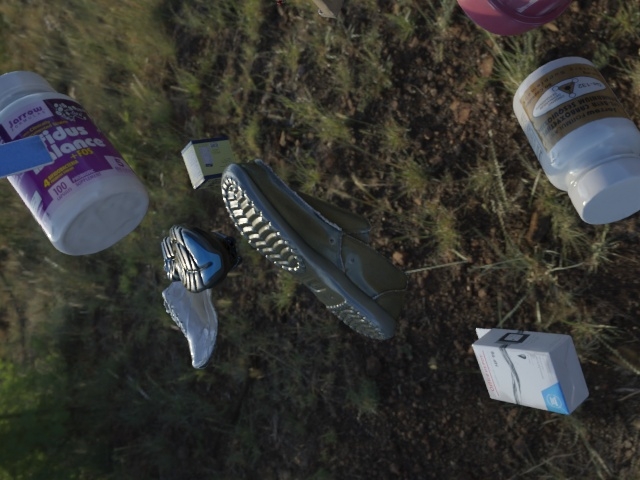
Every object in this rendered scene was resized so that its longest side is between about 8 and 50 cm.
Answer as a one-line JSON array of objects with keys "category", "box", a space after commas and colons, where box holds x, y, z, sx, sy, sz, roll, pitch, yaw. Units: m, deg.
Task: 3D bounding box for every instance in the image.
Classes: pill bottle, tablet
[{"category": "pill bottle", "box": [-0.434, -0.136, 0.921, 0.301, 0.169, 0.169, 49, 124, 15]}, {"category": "tablet", "box": [-0.406, -0.110, 0.739, 0.054, 0.083, 0.006, 54, 148, 19]}, {"category": "pill bottle", "box": [0.379, -0.144, 0.801, 0.131, 0.131, 0.229, -43, 45, 38]}]

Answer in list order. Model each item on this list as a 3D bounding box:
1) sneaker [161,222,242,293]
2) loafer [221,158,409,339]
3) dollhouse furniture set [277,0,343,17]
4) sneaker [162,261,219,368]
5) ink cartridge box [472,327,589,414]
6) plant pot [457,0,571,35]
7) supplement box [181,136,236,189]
[{"category": "sneaker", "box": [-0.216, 0.019, 1.070, 0.341, 0.140, 0.125, -174, 74, -67]}, {"category": "loafer", "box": [0.000, 0.000, 0.594, 0.087, 0.251, 0.094, -52, 18, -22]}, {"category": "dollhouse furniture set", "box": [-0.065, -0.414, 0.873, 0.129, 0.184, 0.128, 21, 88, 34]}, {"category": "sneaker", "box": [-0.319, 0.171, 1.361, 0.111, 0.129, 0.297, 126, 138, -55]}, {"category": "ink cartridge box", "box": [0.313, 0.201, 0.879, 0.180, 0.060, 0.104, -8, 106, 57]}, {"category": "plant pot", "box": [0.293, -0.390, 0.716, 0.180, 0.201, 0.201, -175, 90, -68]}, {"category": "supplement box", "box": [-0.219, -0.155, 1.110, 0.056, 0.083, 0.083, -26, 82, 52]}]
